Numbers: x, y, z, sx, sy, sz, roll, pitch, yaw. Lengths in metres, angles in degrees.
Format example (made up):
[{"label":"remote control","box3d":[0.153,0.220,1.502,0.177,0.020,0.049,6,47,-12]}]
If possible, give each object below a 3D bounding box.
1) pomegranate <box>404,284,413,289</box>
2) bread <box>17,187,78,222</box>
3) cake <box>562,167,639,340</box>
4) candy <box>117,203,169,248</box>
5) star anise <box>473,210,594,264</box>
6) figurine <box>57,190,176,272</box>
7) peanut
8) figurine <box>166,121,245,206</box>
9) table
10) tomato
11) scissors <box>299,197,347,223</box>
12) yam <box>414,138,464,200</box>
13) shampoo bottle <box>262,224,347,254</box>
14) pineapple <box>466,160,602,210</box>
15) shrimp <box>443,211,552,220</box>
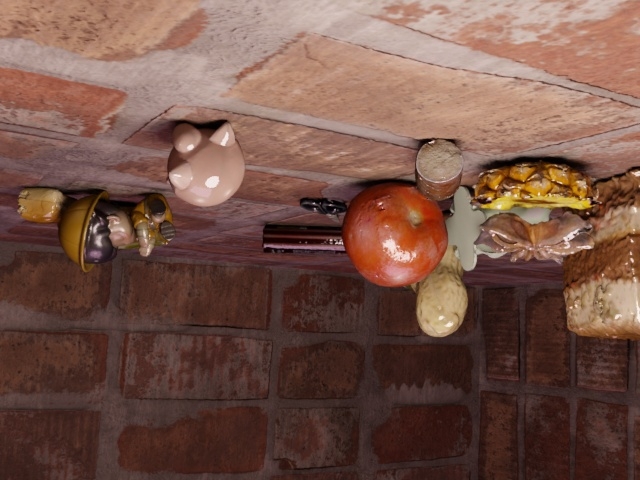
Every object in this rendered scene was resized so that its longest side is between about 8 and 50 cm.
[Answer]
[{"label":"pomegranate","box3d":[0.311,0.052,2.075,0.224,0.181,0.182,-13,-175,-41]},{"label":"bread","box3d":[-0.632,-0.077,1.687,0.106,0.082,0.125,8,171,11]},{"label":"cake","box3d":[0.599,0.037,1.296,0.282,0.290,0.256,6,169,-7]},{"label":"candy","box3d":[-0.520,-0.029,1.908,0.260,0.117,0.260,1,175,0]},{"label":"star anise","box3d":[0.377,-0.004,1.293,0.208,0.063,0.172,0,158,19]},{"label":"figurine","box3d":[-0.468,-0.034,1.665,0.257,0.167,0.192,-17,155,-12]},{"label":"peanut","box3d":[0.239,0.091,1.486,0.124,0.256,0.123,4,138,4]},{"label":"figurine","box3d":[-0.174,-0.113,1.084,0.125,0.125,0.138,3,163,1]},{"label":"table","box3d":[0.372,-0.030,1.444,0.198,0.166,0.166,-4,175,-19]},{"label":"tomato","box3d":[0.139,-0.010,1.413,0.208,0.208,0.184,6,155,-25]},{"label":"scissors","box3d":[0.024,-0.068,1.761,0.109,0.022,0.300,5,175,10]},{"label":"yam","box3d":[0.185,-0.109,1.139,0.079,0.079,0.141,2,172,10]},{"label":"shampoo bottle","box3d":[0.000,0.000,2.083,0.323,0.084,0.129,1,176,4]},{"label":"pineapple","box3d":[0.355,-0.090,1.209,0.225,0.076,0.225,1,176,0]},{"label":"shrimp","box3d":[0.393,-0.045,1.694,0.169,0.058,0.296,10,174,-32]}]
